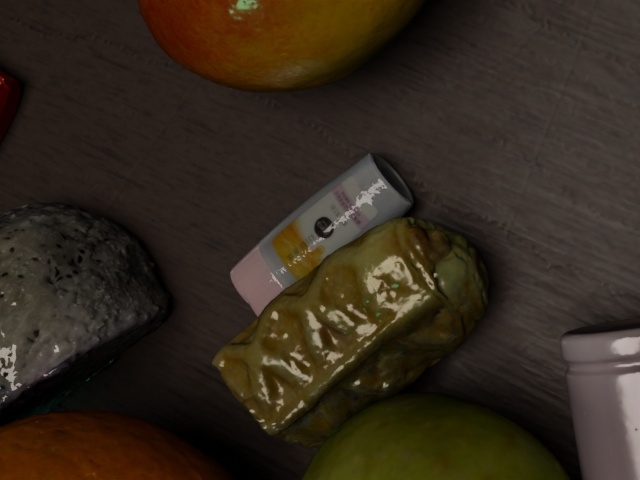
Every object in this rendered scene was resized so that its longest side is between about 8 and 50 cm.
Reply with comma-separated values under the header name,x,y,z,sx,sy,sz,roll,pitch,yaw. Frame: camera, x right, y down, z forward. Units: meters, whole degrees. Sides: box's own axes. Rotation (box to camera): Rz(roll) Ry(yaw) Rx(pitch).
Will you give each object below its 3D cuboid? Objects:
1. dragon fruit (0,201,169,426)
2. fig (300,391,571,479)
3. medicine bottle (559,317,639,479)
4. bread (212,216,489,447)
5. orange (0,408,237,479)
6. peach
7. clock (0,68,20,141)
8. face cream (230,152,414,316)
name,x,y,z,sx,sy,sz,roll,pitch,yaw
dragon fruit,-0.336,0.083,1.282,0.283,0.221,0.204,-39,83,22
fig,0.071,0.292,1.071,0.258,0.258,0.326,38,74,17
medicine bottle,0.290,0.194,1.062,0.133,0.133,0.250,-9,87,23
bread,0.038,0.084,1.166,0.267,0.130,0.152,-41,118,19
orange,-0.232,0.369,1.158,0.326,0.423,0.424,-20,83,62
peach,-0.041,-0.270,1.108,0.308,0.289,0.289,-33,80,14
clock,-0.420,-0.170,1.389,0.155,0.061,0.113,34,105,15
face cream,0.000,0.000,1.217,0.198,0.057,0.084,-42,78,19
